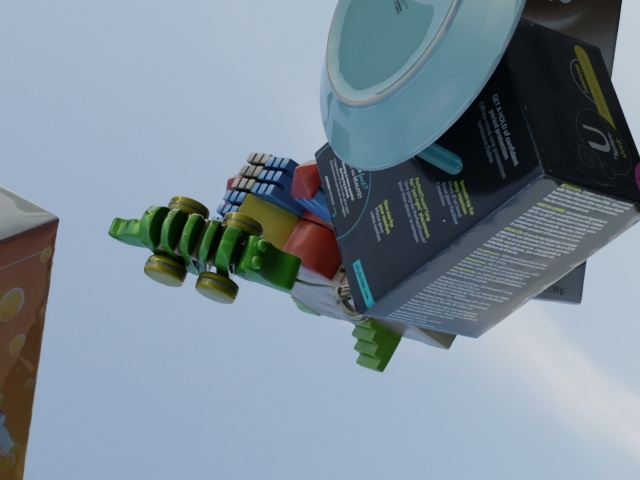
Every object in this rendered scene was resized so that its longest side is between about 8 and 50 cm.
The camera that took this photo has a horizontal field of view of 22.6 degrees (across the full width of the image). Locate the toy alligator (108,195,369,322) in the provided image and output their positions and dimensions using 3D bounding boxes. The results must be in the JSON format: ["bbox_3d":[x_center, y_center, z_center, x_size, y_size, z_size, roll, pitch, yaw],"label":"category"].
[{"bbox_3d":[-0.054,0.009,1.049,0.051,0.189,0.056,75,-146,-67],"label":"toy alligator"}]

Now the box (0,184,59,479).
[{"bbox_3d":[-0.387,0.124,1.453,0.168,0.345,0.215,26,-150,26],"label":"box"}]

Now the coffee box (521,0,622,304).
[{"bbox_3d":[0.126,-0.086,1.116,0.098,0.141,0.247,25,-108,-84],"label":"coffee box"}]

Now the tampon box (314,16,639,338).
[{"bbox_3d":[0.095,-0.036,0.945,0.101,0.161,0.120,13,-129,-39],"label":"tampon box"}]

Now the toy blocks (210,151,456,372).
[{"bbox_3d":[0.000,0.000,1.819,0.261,0.381,0.191,35,-102,-27],"label":"toy blocks"}]

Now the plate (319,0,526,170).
[{"bbox_3d":[0.049,-0.129,0.885,0.024,0.188,0.188,24,-138,-28],"label":"plate"}]
